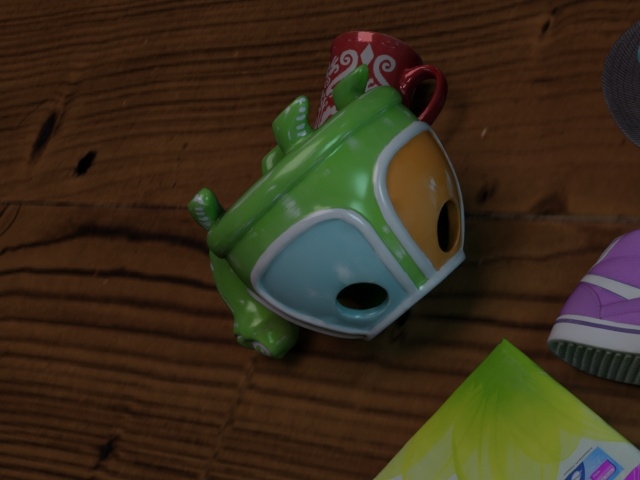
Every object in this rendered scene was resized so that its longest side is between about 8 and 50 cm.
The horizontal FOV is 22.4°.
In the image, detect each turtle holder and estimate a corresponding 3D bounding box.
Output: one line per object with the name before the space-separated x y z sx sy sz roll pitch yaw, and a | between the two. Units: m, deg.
turtle holder | 0.001 -0.002 1.664 0.320 0.227 0.243 -41 -2 10

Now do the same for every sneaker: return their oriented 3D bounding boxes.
sneaker | 0.341 0.058 1.433 0.282 0.102 0.161 16 66 47

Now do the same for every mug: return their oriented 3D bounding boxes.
mug | 0.054 -0.142 1.832 0.150 0.113 0.169 -22 46 56

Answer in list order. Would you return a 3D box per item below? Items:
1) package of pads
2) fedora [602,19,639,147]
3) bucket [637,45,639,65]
package of pads | 0.183 0.253 1.410 0.229 0.101 0.296 -46 39 -1
fedora | 0.413 -0.137 1.504 0.275 0.124 0.244 -29 45 5
bucket | 0.411 -0.166 1.274 0.281 0.281 0.183 11 59 46
